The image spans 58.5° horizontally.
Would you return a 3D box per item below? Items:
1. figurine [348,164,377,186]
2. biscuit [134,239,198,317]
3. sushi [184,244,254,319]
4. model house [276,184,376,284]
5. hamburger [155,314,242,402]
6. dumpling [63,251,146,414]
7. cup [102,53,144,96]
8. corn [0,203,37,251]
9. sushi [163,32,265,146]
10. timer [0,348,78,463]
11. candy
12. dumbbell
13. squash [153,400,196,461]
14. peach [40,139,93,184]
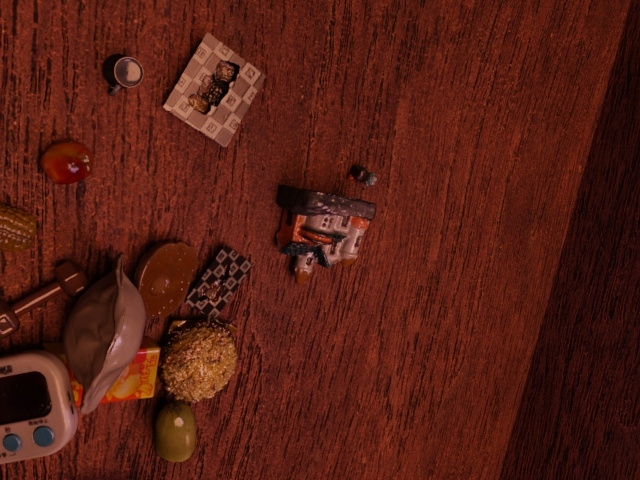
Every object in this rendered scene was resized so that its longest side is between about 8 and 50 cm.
[{"bbox_3d":[0.136,-0.201,1.811,0.060,0.047,0.105,-40,143,26],"label":"figurine"},{"bbox_3d":[-0.409,0.097,1.483,0.181,0.049,0.208,22,87,-57],"label":"biscuit"},{"bbox_3d":[-0.289,0.111,1.611,0.201,0.031,0.139,-55,138,-8],"label":"sushi"},{"bbox_3d":[0.000,0.000,1.684,0.271,0.190,0.301,9,101,-39],"label":"model house"},{"bbox_3d":[-0.330,0.325,1.582,0.243,0.138,0.262,7,102,-37],"label":"hamburger"},{"bbox_3d":[-0.488,0.200,1.298,0.181,0.260,0.341,35,56,-7],"label":"dumpling"},{"bbox_3d":[-0.453,-0.374,1.303,0.078,0.077,0.100,26,89,-38],"label":"cup"},{"bbox_3d":[-0.770,-0.047,1.158,0.363,0.120,0.121,14,96,-42],"label":"corn"},{"bbox_3d":[-0.271,-0.379,1.451,0.192,0.050,0.215,30,91,-35],"label":"sushi"},{"bbox_3d":[-0.686,0.374,1.295,0.261,0.087,0.237,-11,91,2],"label":"timer"},{"bbox_3d":[-0.558,0.331,1.451,0.275,0.088,0.146,1,105,-37],"label":"candy"},{"bbox_3d":[-0.655,0.135,1.320,0.230,0.082,0.092,-34,121,-23],"label":"dumbbell"},{"bbox_3d":[-0.400,0.513,1.579,0.123,0.123,0.187,-16,134,-31],"label":"squash"},{"bbox_3d":[-0.569,-0.175,1.279,0.100,0.100,0.101,-12,112,-33],"label":"peach"}]
